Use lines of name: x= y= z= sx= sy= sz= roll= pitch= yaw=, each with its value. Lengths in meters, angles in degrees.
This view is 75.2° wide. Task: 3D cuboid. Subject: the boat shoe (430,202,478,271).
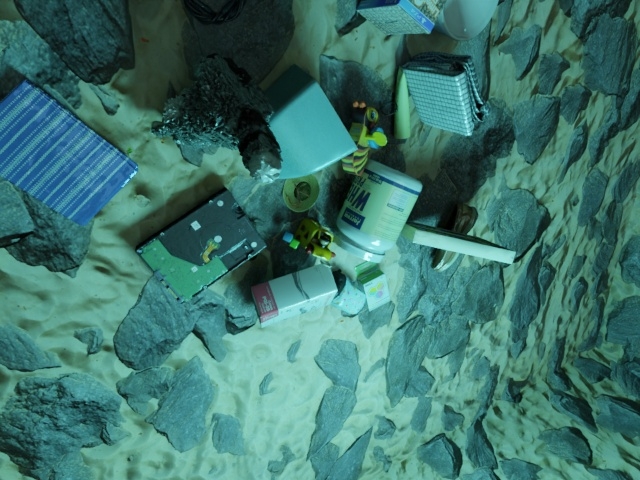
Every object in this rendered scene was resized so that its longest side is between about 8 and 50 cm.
boat shoe: x=0.562 y=-0.018 z=1.829 sx=0.116 sy=0.123 sz=0.324 roll=23 pitch=97 yaw=-15

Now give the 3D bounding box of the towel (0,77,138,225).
towel: x=-0.696 y=-0.218 z=1.100 sx=0.243 sy=0.040 sz=0.336 roll=-46 pitch=124 yaw=1

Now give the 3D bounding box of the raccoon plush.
raccoon plush: x=-0.289 y=-0.262 z=1.050 sx=0.299 sy=0.446 sz=0.216 roll=-35 pitch=135 yaw=23

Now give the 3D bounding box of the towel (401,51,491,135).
towel: x=0.424 y=-0.506 z=1.405 sx=0.121 sy=0.284 sz=0.235 roll=-38 pitch=126 yaw=-9

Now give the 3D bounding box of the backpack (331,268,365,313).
backpack: x=0.094 y=0.222 z=1.685 sx=0.182 sy=0.115 sz=0.152 roll=38 pitch=90 yaw=-39

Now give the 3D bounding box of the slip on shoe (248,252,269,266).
slip on shoe: x=-0.233 y=0.060 z=1.474 sx=0.051 sy=0.041 sz=0.135 roll=-48 pitch=126 yaw=0

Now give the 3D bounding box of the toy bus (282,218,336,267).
toy bus: x=-0.009 y=-0.006 z=1.475 sx=0.104 sy=0.202 sz=0.191 roll=-63 pitch=168 yaw=10

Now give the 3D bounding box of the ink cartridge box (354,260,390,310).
ink cartridge box: x=0.222 y=0.188 z=1.769 sx=0.109 sy=0.062 sz=0.209 roll=-25 pitch=122 yaw=-15

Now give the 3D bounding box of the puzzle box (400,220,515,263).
puzzle box: x=0.502 y=-0.005 z=1.623 sx=0.409 sy=0.272 sz=0.052 roll=12 pitch=101 yaw=-12

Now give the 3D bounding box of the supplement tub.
supplement tub: x=0.199 y=-0.108 z=1.506 sx=0.235 sy=0.235 sz=0.324 roll=15 pitch=105 yaw=-33

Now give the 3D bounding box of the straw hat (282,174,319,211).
straw hat: x=-0.058 y=-0.170 z=1.441 sx=0.144 sy=0.144 sz=0.061 roll=-66 pitch=162 yaw=13

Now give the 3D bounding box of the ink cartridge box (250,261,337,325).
ink cartridge box: x=-0.096 y=0.197 z=1.492 sx=0.283 sy=0.117 sz=0.207 roll=-17 pitch=161 yaw=-13

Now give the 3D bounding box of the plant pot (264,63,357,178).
plant pot: x=-0.084 y=-0.330 z=1.252 sx=0.252 sy=0.247 sz=0.248 roll=-36 pitch=126 yaw=5

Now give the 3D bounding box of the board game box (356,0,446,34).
board game box: x=0.277 y=-0.782 z=1.224 sx=0.141 sy=0.232 sz=0.291 roll=21 pitch=102 yaw=-33

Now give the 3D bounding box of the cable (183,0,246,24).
cable: x=-0.270 y=-0.659 z=1.102 sx=0.185 sy=0.047 sz=0.150 roll=-17 pitch=120 yaw=-21

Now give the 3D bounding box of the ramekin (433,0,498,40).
ramekin: x=0.446 y=-0.802 z=1.351 sx=0.273 sy=0.127 sz=0.272 roll=-19 pitch=128 yaw=-27

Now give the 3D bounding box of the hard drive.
hard drive: x=-0.376 y=0.018 z=1.338 sx=0.339 sy=0.064 sz=0.237 roll=-37 pitch=113 yaw=-9

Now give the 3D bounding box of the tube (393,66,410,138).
tube: x=0.289 y=-0.483 z=1.470 sx=0.062 sy=0.070 sz=0.240 roll=-30 pitch=128 yaw=-31

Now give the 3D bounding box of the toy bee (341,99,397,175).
toy bee: x=0.133 y=-0.379 z=1.386 sx=0.162 sy=0.195 sz=0.298 roll=38 pitch=54 yaw=-51
